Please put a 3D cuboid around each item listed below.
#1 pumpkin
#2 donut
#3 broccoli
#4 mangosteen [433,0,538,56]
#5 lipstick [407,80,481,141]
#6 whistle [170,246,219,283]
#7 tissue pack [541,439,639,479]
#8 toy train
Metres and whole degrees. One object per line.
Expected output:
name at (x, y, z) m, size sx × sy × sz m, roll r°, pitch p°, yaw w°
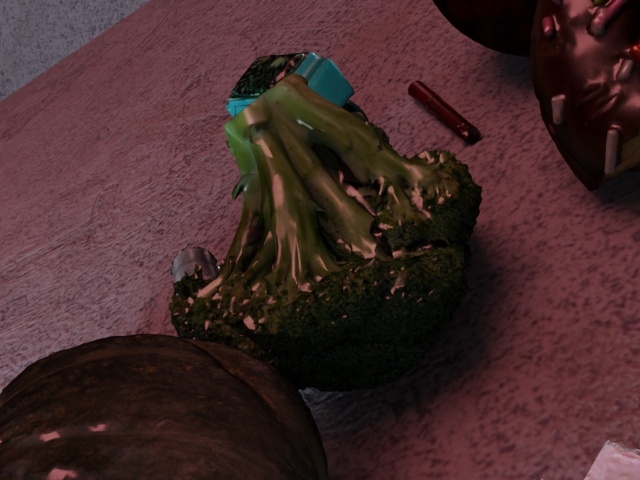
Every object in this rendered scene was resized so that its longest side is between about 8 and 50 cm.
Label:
pumpkin at (-0.125, 0.225, 0.575) m, size 0.257 × 0.292 × 0.328 m, roll 6°, pitch 31°, yaw 1°
donut at (0.335, -0.217, 0.699) m, size 0.345 × 0.136 × 0.259 m, roll -20°, pitch 79°, yaw 19°
broccoli at (0.000, 0.000, 0.753) m, size 0.307 × 0.275 × 0.308 m, roll -31°, pitch 5°, yaw 3°
mangosteen at (0.269, -0.350, 0.954) m, size 0.306 × 0.359 × 0.306 m, roll -7°, pitch 75°, yaw 25°
lipstick at (0.150, -0.159, 1.024) m, size 0.027 × 0.027 × 0.176 m, roll -36°, pitch 32°, yaw 4°
whistle at (-0.125, 0.104, 0.931) m, size 0.062 × 0.062 × 0.312 m, roll -35°, pitch 31°, yaw 5°
tissue pack at (0.173, 0.180, 0.469) m, size 0.085 × 0.111 × 0.079 m, roll -51°, pitch 32°, yaw -19°
toy train at (-0.031, -0.170, 1.105) m, size 0.198 × 0.154 × 0.107 m, roll 10°, pitch 59°, yaw 51°
